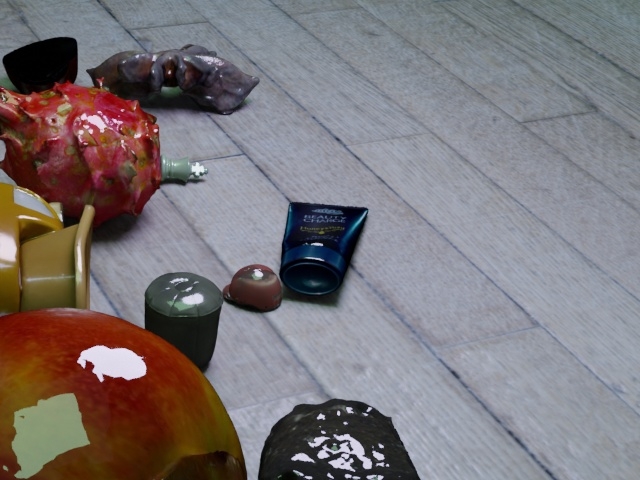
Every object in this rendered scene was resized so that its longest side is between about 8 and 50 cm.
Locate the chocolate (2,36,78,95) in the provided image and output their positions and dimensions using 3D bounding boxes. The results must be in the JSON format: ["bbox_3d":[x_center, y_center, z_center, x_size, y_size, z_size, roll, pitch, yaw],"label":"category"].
[{"bbox_3d":[-0.469,-0.273,2.328,0.125,0.080,0.148,-3,36,8],"label":"chocolate"}]

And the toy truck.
[{"bbox_3d":[-0.376,0.051,1.647,0.212,0.204,0.288,2,30,-12],"label":"toy truck"}]

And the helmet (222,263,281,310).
[{"bbox_3d":[-0.090,0.055,1.842,0.084,0.049,0.065,15,32,16],"label":"helmet"}]

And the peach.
[{"bbox_3d":[-0.248,0.226,1.225,0.370,0.370,0.370,4,30,-2],"label":"peach"}]

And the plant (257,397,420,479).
[{"bbox_3d":[0.020,0.286,1.316,0.182,0.194,0.320,-1,27,-5],"label":"plant"}]

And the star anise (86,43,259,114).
[{"bbox_3d":[-0.241,-0.274,2.346,0.258,0.110,0.198,-4,15,-30],"label":"star anise"}]

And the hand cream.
[{"bbox_3d":[0.000,0.000,1.962,0.120,0.061,0.270,4,21,5],"label":"hand cream"}]

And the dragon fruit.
[{"bbox_3d":[-0.349,-0.127,1.953,0.268,0.210,0.205,27,19,-12],"label":"dragon fruit"}]

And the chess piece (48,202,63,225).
[{"bbox_3d":[-0.443,-0.003,1.850,0.201,0.090,0.090,-3,31,-10],"label":"chess piece"}]

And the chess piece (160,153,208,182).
[{"bbox_3d":[-0.244,-0.110,2.106,0.149,0.059,0.059,5,29,-12],"label":"chess piece"}]

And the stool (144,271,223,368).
[{"bbox_3d":[-0.169,0.100,1.691,0.096,0.110,0.096,6,30,-3],"label":"stool"}]
